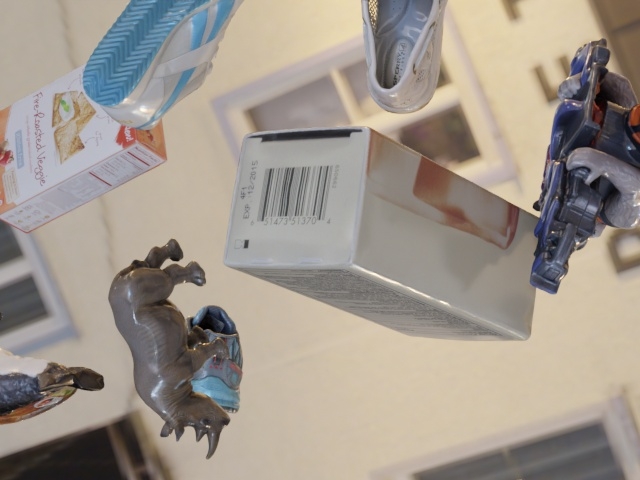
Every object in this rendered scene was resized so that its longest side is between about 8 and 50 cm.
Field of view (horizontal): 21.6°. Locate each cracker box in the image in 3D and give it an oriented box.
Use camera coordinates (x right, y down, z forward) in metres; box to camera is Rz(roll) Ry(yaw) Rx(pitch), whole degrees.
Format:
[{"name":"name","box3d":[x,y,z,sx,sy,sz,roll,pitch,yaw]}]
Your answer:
[{"name":"cracker box","box3d":[-0.309,-0.128,2.109,0.067,0.232,0.155,35,-143,-50]}]

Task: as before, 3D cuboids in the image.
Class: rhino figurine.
[{"name":"rhino figurine","box3d":[-0.161,0.128,1.842,0.106,0.073,0.243,-23,-78,-30]}]

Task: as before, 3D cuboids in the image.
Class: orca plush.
[{"name":"orca plush","box3d":[-0.338,0.143,1.648,0.151,0.287,0.102,-55,-40,-54]}]

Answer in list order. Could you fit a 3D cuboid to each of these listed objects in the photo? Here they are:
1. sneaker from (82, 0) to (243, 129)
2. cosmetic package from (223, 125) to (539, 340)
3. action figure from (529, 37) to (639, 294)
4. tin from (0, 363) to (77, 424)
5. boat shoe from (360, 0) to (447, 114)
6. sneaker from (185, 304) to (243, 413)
[{"name":"sneaker","box3d":[-0.131,-0.208,1.616,0.087,0.228,0.092,40,177,28]},{"name":"cosmetic package","box3d":[0.065,0.000,1.551,0.296,0.153,0.129,25,-110,-50]},{"name":"action figure","box3d":[0.322,-0.071,1.619,0.178,0.330,0.341,32,-127,-15]},{"name":"tin","box3d":[-0.377,0.190,2.059,0.190,0.106,0.040,3,-118,-63]},{"name":"boat shoe","box3d":[0.090,-0.274,1.736,0.096,0.098,0.277,26,-115,-76]},{"name":"sneaker","box3d":[-0.140,0.145,2.192,0.262,0.104,0.125,-153,74,-75]}]
